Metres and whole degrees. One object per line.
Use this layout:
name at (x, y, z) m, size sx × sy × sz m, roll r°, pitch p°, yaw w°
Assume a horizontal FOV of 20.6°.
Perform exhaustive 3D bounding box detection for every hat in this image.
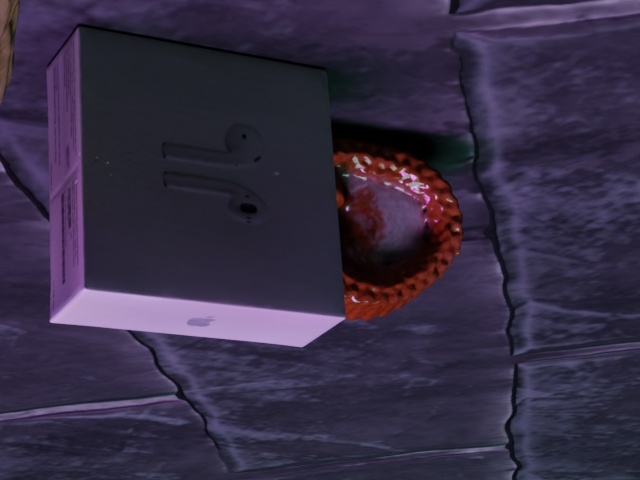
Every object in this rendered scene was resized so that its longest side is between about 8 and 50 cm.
hat at (0.000, 0.000, 0.984) m, size 0.112 × 0.093 × 0.162 m, roll 15°, pitch 170°, yaw -20°

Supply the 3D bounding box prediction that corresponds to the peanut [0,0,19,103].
peanut at (-0.158, -0.102, 0.684) m, size 0.093 × 0.083 × 0.194 m, roll 31°, pitch 150°, yaw 4°

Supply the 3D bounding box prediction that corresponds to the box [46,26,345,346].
box at (-0.060, -0.022, 0.828) m, size 0.129 × 0.130 × 0.051 m, roll 7°, pitch 156°, yaw -26°
